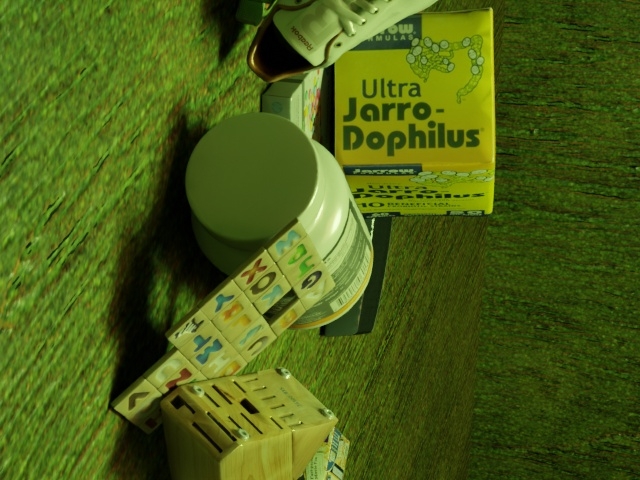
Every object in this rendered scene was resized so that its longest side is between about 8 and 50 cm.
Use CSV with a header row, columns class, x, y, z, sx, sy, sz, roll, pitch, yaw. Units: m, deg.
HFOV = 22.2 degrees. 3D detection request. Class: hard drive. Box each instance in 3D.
class,x,y,z,sx,sy,sz,roll,pitch,yaw
hard drive,0.060,0.016,2.360,0.172,0.054,0.254,12,86,-78

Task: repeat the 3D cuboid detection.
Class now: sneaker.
class,x,y,z,sx,sy,sz,roll,pitch,yaw
sneaker,0.035,-0.231,1.580,0.290,0.106,0.123,-34,-166,46

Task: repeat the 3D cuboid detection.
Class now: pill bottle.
class,x,y,z,sx,sy,sz,roll,pitch,yaw
pill bottle,-0.042,-0.018,1.656,0.278,0.162,0.162,61,39,-69

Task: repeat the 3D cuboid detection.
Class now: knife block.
class,x,y,z,sx,sy,sz,roll,pitch,yaw
knife block,-0.103,0.250,1.656,0.242,0.088,0.276,-57,156,19

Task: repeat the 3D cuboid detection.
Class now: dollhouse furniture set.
class,x,y,z,sx,sy,sz,roll,pitch,yaw
dollhouse furniture set,-0.058,-0.259,1.655,0.152,0.058,0.076,-5,103,-77

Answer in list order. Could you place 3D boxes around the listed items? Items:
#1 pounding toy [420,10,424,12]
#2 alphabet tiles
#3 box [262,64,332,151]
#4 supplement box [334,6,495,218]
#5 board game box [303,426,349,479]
class,x,y,z,sx,sy,sz,roll,pitch,yaw
pounding toy,0.096,-0.343,2.151,0.237,0.110,0.183,-69,165,-44
alphabet tiles,-0.090,0.090,1.532,0.237,0.009,0.198,-42,160,-5
box,-0.027,-0.136,1.923,0.186,0.038,0.145,-60,155,-61
supplement box,0.126,-0.152,2.092,0.356,0.194,0.195,60,29,-79
board game box,-0.006,0.365,2.316,0.147,0.045,0.193,59,41,-71
